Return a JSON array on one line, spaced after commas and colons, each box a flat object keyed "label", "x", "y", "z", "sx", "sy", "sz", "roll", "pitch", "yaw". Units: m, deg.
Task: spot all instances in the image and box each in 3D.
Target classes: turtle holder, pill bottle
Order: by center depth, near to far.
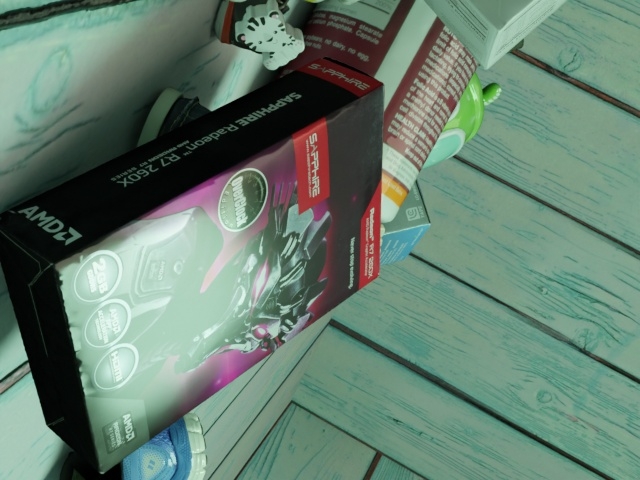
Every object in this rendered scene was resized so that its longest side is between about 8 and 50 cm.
[{"label": "pill bottle", "x": 0.086, "y": -0.241, "z": 1.234, "sx": 0.392, "sy": 0.224, "sz": 0.224, "roll": -61, "pitch": 172, "yaw": -2}, {"label": "turtle holder", "x": 0.124, "y": -0.228, "z": 1.650, "sx": 0.227, "sy": 0.243, "sz": 0.320, "roll": -42, "pitch": -155, "yaw": -22}]

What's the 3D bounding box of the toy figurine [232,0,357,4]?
[{"label": "toy figurine", "x": -0.039, "y": -0.232, "z": 0.472, "sx": 0.148, "sy": 0.213, "sz": 0.210, "roll": -4, "pitch": 125, "yaw": -54}]

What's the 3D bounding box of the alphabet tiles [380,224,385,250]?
[{"label": "alphabet tiles", "x": -0.031, "y": 0.044, "z": 1.536, "sx": 0.277, "sy": 0.021, "sz": 0.284, "roll": -16, "pitch": 164, "yaw": -5}]

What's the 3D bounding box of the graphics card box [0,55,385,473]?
[{"label": "graphics card box", "x": -0.091, "y": 0.009, "z": 0.859, "sx": 0.371, "sy": 0.094, "sz": 0.233, "roll": -31, "pitch": 136, "yaw": -35}]

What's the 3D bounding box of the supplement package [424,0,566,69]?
[{"label": "supplement package", "x": 0.177, "y": -0.364, "z": 1.051, "sx": 0.204, "sy": 0.262, "sz": 0.145, "roll": -40, "pitch": 172, "yaw": 0}]

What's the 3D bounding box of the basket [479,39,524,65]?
[{"label": "basket", "x": 0.151, "y": -0.308, "z": 1.427, "sx": 0.226, "sy": 0.204, "sz": 0.154, "roll": -35, "pitch": 179, "yaw": 0}]

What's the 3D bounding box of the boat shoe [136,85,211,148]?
[{"label": "boat shoe", "x": -0.145, "y": -0.043, "z": 0.965, "sx": 0.095, "sy": 0.079, "sz": 0.255, "roll": -62, "pitch": 176, "yaw": -46}]

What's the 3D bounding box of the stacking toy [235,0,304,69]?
[{"label": "stacking toy", "x": 0.017, "y": -0.251, "z": 0.762, "sx": 0.221, "sy": 0.052, "sz": 0.167, "roll": -31, "pitch": -137, "yaw": 21}]

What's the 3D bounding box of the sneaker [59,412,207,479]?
[{"label": "sneaker", "x": -0.285, "y": 0.321, "z": 1.252, "sx": 0.330, "sy": 0.147, "sz": 0.130, "roll": -49, "pitch": -137, "yaw": 34}]

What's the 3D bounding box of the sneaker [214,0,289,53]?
[{"label": "sneaker", "x": -0.051, "y": -0.246, "z": 0.909, "sx": 0.061, "sy": 0.064, "sz": 0.158, "roll": -54, "pitch": 169, "yaw": -43}]

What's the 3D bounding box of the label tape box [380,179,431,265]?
[{"label": "label tape box", "x": 0.000, "y": 0.000, "z": 1.667, "sx": 0.333, "sy": 0.106, "sz": 0.241, "roll": -14, "pitch": 166, "yaw": -11}]
